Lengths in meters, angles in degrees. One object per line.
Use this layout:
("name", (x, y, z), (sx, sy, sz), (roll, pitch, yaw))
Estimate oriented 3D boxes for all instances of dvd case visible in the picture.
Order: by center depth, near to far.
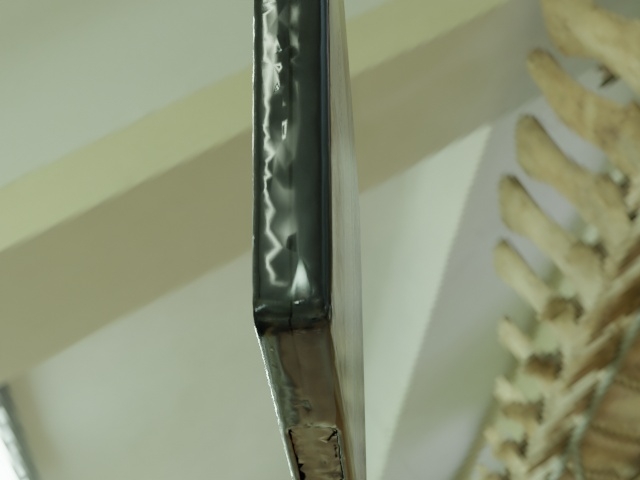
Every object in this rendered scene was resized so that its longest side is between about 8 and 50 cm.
("dvd case", (0.000, 0.000, 0.483), (0.022, 0.180, 0.253), (-2, -29, 3))
